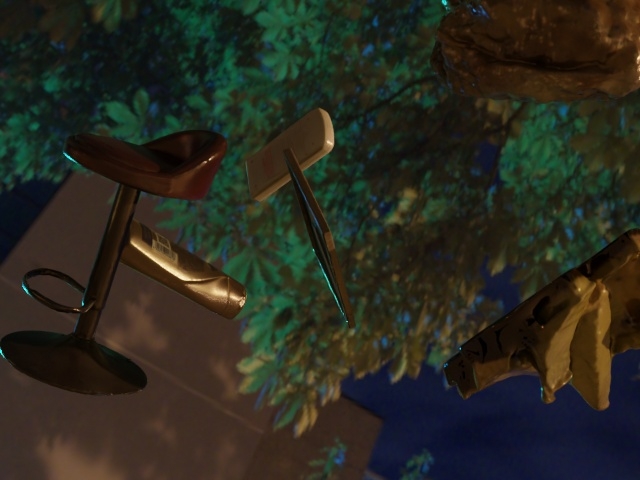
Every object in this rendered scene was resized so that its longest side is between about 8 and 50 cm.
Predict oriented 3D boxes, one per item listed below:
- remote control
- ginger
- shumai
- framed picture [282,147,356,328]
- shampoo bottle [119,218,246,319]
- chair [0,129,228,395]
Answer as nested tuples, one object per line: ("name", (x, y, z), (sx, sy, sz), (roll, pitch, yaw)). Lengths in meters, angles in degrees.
("remote control", (-0.052, -0.145, 1.653), (0.190, 0.087, 0.029), (-34, -39, 32))
("ginger", (0.411, 0.154, 1.482), (0.211, 0.413, 0.358), (57, -6, 15))
("shumai", (0.236, -0.283, 0.990), (0.267, 0.314, 0.262), (-10, -69, -4))
("framed picture", (0.000, 0.000, 1.506), (0.016, 0.184, 0.250), (-22, -40, -4))
("shampoo bottle", (-0.300, 0.065, 2.105), (0.084, 0.125, 0.350), (-44, -50, 16))
("chair", (-0.301, 0.003, 1.438), (0.227, 0.226, 0.401), (22, -81, 5))
